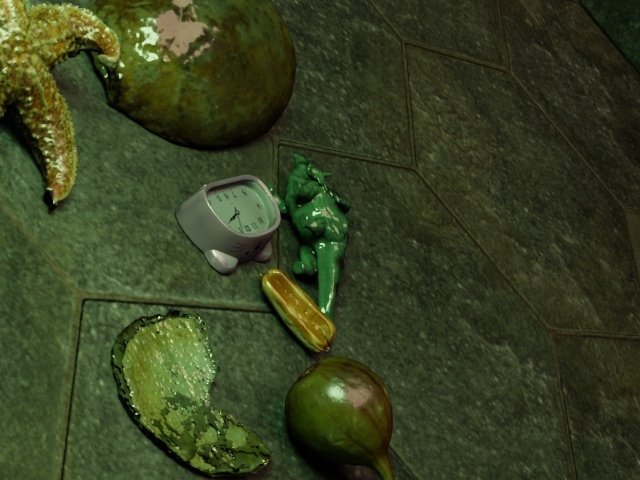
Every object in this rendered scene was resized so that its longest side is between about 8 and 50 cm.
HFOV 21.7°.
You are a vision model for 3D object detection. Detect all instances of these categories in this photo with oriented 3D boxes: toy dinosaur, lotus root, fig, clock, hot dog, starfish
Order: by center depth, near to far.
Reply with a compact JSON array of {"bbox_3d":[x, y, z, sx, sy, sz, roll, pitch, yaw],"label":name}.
[{"bbox_3d":[-0.367,-0.201,1.864,0.312,0.113,0.303,36,61,-24],"label":"starfish"},{"bbox_3d":[0.048,0.250,1.972,0.236,0.124,0.124,62,29,-6],"label":"fig"},{"bbox_3d":[-0.032,0.088,2.099,0.133,0.041,0.056,49,51,-4],"label":"hot dog"},{"bbox_3d":[-0.106,-0.023,2.104,0.110,0.050,0.152,57,30,9],"label":"clock"},{"bbox_3d":[-0.013,-0.008,2.191,0.120,0.079,0.292,31,39,-28],"label":"toy dinosaur"},{"bbox_3d":[-0.150,-0.241,2.195,0.314,0.142,0.210,-6,63,-54],"label":"lotus root"}]

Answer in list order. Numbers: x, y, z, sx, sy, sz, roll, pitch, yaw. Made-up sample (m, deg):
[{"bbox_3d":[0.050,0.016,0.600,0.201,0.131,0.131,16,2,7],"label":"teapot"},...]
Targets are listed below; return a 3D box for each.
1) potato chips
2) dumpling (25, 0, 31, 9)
[{"bbox_3d":[-0.142,0.176,1.868,0.220,0.029,0.202,49,30,2],"label":"potato chips"},{"bbox_3d":[-0.418,-0.321,1.945,0.149,0.104,0.217,-13,84,-59],"label":"dumpling"}]
